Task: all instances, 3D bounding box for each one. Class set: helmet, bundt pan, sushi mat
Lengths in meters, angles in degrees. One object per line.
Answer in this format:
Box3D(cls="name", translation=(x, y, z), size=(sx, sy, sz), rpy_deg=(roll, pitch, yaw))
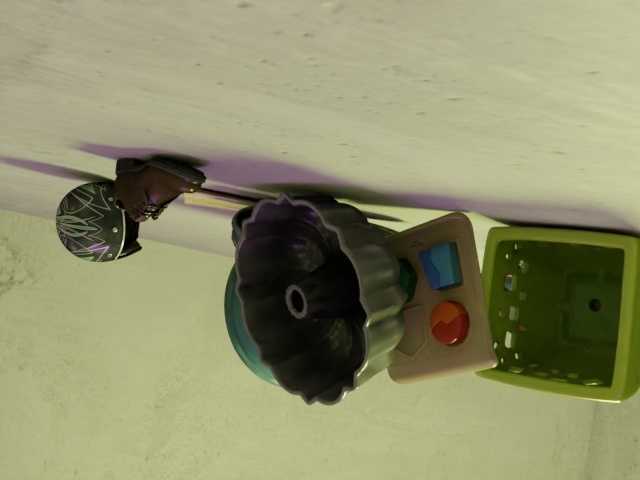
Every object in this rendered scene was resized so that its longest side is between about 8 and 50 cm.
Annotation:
Box3D(cls="helmet", translation=(-0.420, -0.035, 1.737), size=(0.170, 0.169, 0.161), rpy_deg=(8, -169, 24))
Box3D(cls="bundt pan", translation=(0.009, 0.079, 1.406), size=(0.124, 0.330, 0.331), rpy_deg=(-15, -168, -37))
Box3D(cls="sushi mat", translation=(-0.094, -0.054, 1.659), size=(0.317, 0.019, 0.151), rpy_deg=(11, 174, -4))

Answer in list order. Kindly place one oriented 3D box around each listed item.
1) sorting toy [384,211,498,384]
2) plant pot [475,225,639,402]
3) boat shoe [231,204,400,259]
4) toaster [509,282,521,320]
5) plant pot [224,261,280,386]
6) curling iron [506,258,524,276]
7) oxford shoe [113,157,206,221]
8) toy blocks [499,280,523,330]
Box3D(cls="sorting toy", translation=(0.126, 0.103, 1.396), size=(0.041, 0.228, 0.307), rpy_deg=(-2, 167, -41))
Box3D(cls="plant pot", translation=(0.378, 0.102, 1.333), size=(0.227, 0.228, 0.207), rpy_deg=(6, 180, 39))
Box3D(cls="boat shoe", translation=(0.000, 0.000, 1.542), size=(0.320, 0.116, 0.099), rpy_deg=(8, 155, 12))
Box3D(cls="toaster", translation=(0.498, 0.132, 1.917), size=(0.168, 0.110, 0.186), rpy_deg=(10, 179, -2))
Box3D(cls="plant pot", translation=(0.036, 0.127, 1.814), size=(0.341, 0.340, 0.334), rpy_deg=(14, 167, -32))
Box3D(cls="curling iron", translation=(0.469, 0.074, 1.813), size=(0.274, 0.035, 0.068), rpy_deg=(11, 175, -3))
Box3D(cls="oxford shoe", translation=(-0.240, -0.071, 1.354), size=(0.083, 0.096, 0.227), rpy_deg=(16, 171, -33))
Box3D(cls="toy blocks", translation=(0.511, 0.199, 2.232), size=(0.261, 0.190, 0.381), rpy_deg=(35, -177, -11))
